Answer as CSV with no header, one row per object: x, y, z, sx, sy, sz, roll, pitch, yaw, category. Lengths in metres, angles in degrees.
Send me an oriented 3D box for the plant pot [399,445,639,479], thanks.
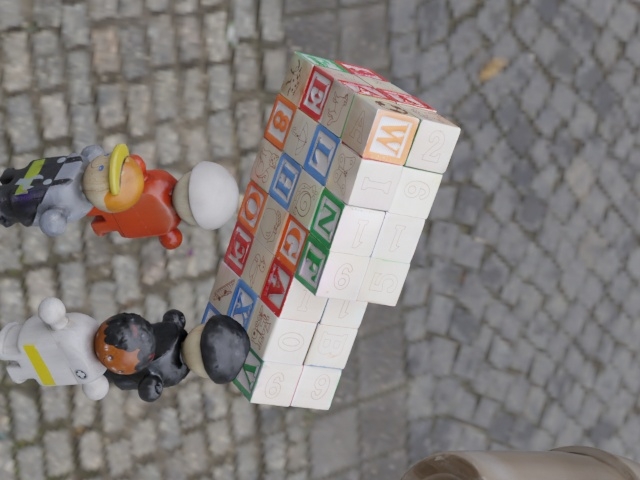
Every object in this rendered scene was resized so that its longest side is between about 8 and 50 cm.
0.230,0.379,1.891,0.280,0.323,0.323,23,84,-36,plant pot

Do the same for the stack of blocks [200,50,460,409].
0.000,0.000,1.433,0.087,0.171,0.297,10,108,-32,stack of blocks

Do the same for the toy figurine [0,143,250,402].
-0.160,0.027,1.320,0.209,0.148,0.213,15,72,-64,toy figurine
